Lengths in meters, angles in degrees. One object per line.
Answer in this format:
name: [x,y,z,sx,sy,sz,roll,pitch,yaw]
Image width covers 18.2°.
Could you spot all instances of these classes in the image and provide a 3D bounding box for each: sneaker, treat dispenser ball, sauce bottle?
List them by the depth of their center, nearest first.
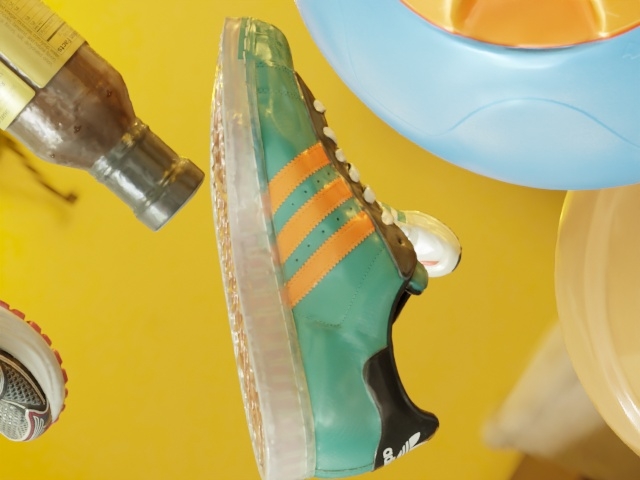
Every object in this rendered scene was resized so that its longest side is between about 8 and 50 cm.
treat dispenser ball: [0.121,-0.169,0.944,0.288,0.288,0.288,-57,3,5]
sneaker: [0.000,0.000,1.249,0.108,0.121,0.302,115,148,-72]
sneaker: [-0.303,0.081,1.498,0.299,0.121,0.112,46,-123,-49]
sauce bottle: [-0.251,-0.143,1.735,0.111,0.344,0.111,-45,9,9]
sneaker: [0.042,-0.009,1.739,0.075,0.161,0.057,-24,-40,-63]

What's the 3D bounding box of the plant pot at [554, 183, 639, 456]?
plant pot: [0.293,0.021,1.088,0.291,0.291,0.203,-57,8,-1]
